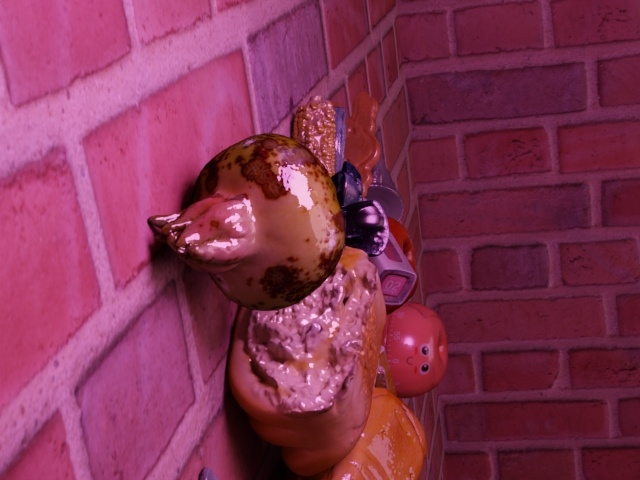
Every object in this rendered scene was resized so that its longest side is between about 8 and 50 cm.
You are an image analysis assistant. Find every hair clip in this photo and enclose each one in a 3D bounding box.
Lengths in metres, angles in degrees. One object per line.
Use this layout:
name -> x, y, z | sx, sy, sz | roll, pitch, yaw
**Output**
hair clip -> 0.001, 0.002, 1.705 | 0.206, 0.194, 0.310 | 122, -33, -73

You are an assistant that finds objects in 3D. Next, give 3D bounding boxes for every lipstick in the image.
lipstick -> 0.091, 0.011, 1.829 | 0.077, 0.079, 0.253 | -64, -151, 26

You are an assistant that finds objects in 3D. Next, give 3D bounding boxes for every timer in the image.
timer -> 0.188, 0.256, 2.358 | 0.229, 0.215, 0.229 | -3, 90, -77

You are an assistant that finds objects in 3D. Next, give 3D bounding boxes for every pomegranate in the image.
pomegranate -> -0.077, -0.022, 1.266 | 0.276, 0.204, 0.222 | 7, 61, -80

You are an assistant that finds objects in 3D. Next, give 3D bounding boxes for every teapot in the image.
teapot -> 0.094, -0.108, 2.252 | 0.239, 0.162, 0.149 | 109, -19, -45

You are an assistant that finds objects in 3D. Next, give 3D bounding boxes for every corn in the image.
corn -> -0.011, -0.130, 1.888 | 0.086, 0.086, 0.288 | 10, 79, -77

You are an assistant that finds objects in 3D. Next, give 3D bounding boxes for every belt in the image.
belt -> 0.010, -0.189, 2.003 | 0.163, 0.082, 0.147 | -85, 176, -48

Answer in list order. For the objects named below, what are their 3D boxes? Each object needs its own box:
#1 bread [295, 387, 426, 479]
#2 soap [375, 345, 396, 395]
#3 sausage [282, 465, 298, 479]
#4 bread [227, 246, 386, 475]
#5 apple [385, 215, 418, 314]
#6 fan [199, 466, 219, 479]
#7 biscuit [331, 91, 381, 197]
bread -> 0.060, 0.366, 1.584 | 0.167, 0.132, 0.294 | 60, 33, -14
soap -> 0.063, 0.309, 1.913 | 0.080, 0.160, 0.257 | -84, 165, -44
sausage -> -0.009, 0.401, 1.679 | 0.259, 0.113, 0.113 | -78, 160, -47
bread -> -0.020, 0.177, 1.504 | 0.270, 0.211, 0.315 | 77, 26, -53
apple -> 0.085, 0.055, 2.008 | 0.218, 0.201, 0.218 | -10, 90, -72
fan -> -0.118, 0.383, 1.395 | 0.282, 0.023, 0.057 | 66, 15, -57
biscuit -> 0.059, -0.192, 2.087 | 0.040, 0.144, 0.236 | 26, 56, -47
